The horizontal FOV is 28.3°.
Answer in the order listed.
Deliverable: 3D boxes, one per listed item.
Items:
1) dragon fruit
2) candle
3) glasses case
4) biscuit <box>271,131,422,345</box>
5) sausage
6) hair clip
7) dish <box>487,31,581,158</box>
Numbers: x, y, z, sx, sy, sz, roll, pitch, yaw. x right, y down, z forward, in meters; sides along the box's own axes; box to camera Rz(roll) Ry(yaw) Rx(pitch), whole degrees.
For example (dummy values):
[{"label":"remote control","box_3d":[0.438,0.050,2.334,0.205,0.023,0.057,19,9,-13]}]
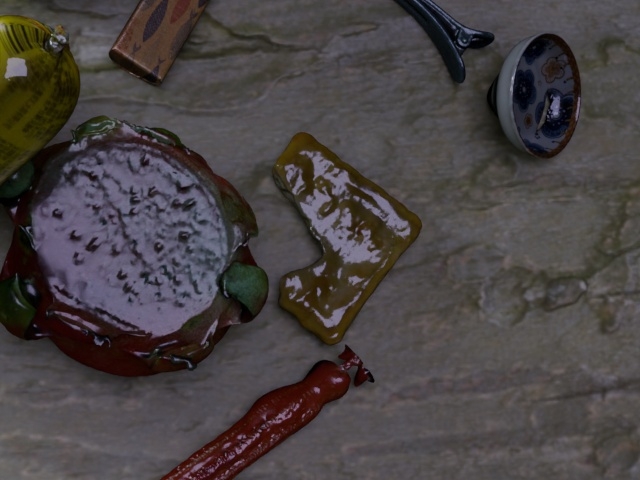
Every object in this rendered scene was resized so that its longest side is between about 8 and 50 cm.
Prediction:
[{"label":"dragon fruit","box_3d":[-0.195,0.006,1.262,0.295,0.130,0.268,35,73,-3]},{"label":"candle","box_3d":[-0.089,0.212,1.287,0.329,0.048,0.051,-34,46,-17]},{"label":"glasses case","box_3d":[-0.162,-0.254,1.372,0.065,0.041,0.169,32,73,-16]},{"label":"biscuit","box_3d":[0.000,0.000,1.355,0.174,0.039,0.183,35,72,-5]},{"label":"sausage","box_3d":[-0.349,-0.081,1.151,0.347,0.123,0.123,-37,88,16]},{"label":"hair clip","box_3d":[0.087,-0.272,1.438,0.229,0.039,0.070,36,73,2]},{"label":"dish","box_3d":[0.224,-0.163,1.427,0.141,0.078,0.141,-7,99,-46]}]
